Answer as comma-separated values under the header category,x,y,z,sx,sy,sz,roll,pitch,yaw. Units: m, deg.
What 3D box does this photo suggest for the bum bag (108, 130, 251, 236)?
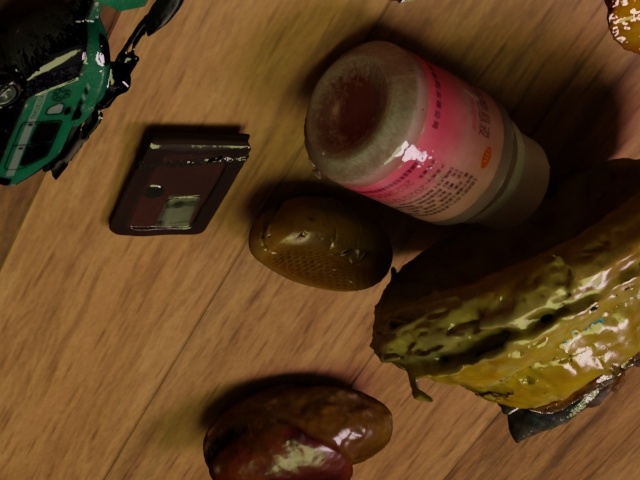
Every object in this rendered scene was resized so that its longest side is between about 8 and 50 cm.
category,x,y,z,sx,sy,sz,roll,pitch,yaw
bum bag,-0.140,-0.055,1.777,0.109,0.026,0.159,1,146,-26

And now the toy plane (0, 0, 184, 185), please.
category,x,y,z,sx,sy,sz,roll,pitch,yaw
toy plane,-0.216,-0.161,1.532,0.155,0.106,0.381,-2,142,-33

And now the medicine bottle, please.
category,x,y,z,sx,sy,sz,roll,pitch,yaw
medicine bottle,0.108,-0.090,1.741,0.147,0.147,0.247,-40,141,27

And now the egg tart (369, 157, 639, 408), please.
category,x,y,z,sx,sy,sz,roll,pitch,yaw
egg tart,0.232,0.048,1.836,0.388,0.388,0.169,-29,101,13

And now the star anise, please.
category,x,y,z,sx,sy,sz,roll,pitch,yaw
star anise,0.319,0.104,2.102,0.332,0.117,0.332,-30,154,-16

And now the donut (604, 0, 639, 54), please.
category,x,y,z,sx,sy,sz,roll,pitch,yaw
donut,0.339,-0.261,1.678,0.174,0.074,0.190,1,137,-25

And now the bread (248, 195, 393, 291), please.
category,x,y,z,sx,sy,sz,roll,pitch,yaw
bread,0.000,0.000,1.872,0.114,0.077,0.189,-17,152,34

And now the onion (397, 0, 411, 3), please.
category,x,y,z,sx,sy,sz,roll,pitch,yaw
onion,0.087,-0.290,1.442,0.200,0.200,0.207,3,108,-29

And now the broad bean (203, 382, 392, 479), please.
category,x,y,z,sx,sy,sz,roll,pitch,yaw
broad bean,-0.023,0.240,2.150,0.228,0.122,0.156,-2,140,-18
